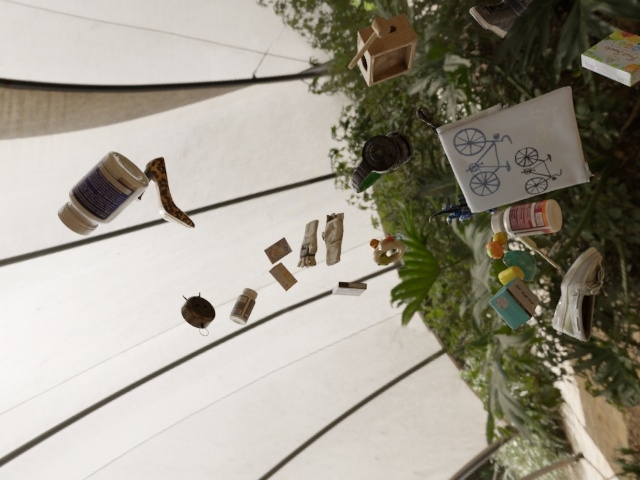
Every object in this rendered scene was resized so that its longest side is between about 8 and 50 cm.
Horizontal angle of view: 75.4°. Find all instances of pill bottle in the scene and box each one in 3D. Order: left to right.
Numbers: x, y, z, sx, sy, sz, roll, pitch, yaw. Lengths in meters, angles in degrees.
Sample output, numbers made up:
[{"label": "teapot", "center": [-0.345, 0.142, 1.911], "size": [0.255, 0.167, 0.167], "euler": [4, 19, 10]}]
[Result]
[{"label": "pill bottle", "center": [-0.498, -0.102, 0.945], "size": [0.112, 0.186, 0.112], "euler": [48, -176, -4]}, {"label": "pill bottle", "center": [-0.309, 0.265, 1.679], "size": [0.078, 0.078, 0.137], "euler": [60, -139, -42]}, {"label": "pill bottle", "center": [0.777, -0.078, 1.570], "size": [0.121, 0.221, 0.121], "euler": [8, -102, -41]}]

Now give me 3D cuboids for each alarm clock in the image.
[{"label": "alarm clock", "center": [-0.456, 0.284, 1.572], "size": [0.129, 0.064, 0.192], "euler": [24, -152, -45]}]

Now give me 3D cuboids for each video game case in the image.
[{"label": "video game case", "center": [-0.204, 0.050, 2.002], "size": [0.087, 0.122, 0.011], "euler": [62, 164, -21]}]

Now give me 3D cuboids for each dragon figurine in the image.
[{"label": "dragon figurine", "center": [0.570, -0.130, 1.658], "size": [0.144, 0.289, 0.085], "euler": [134, 129, -56]}]

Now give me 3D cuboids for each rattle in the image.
[{"label": "rattle", "center": [0.243, -0.006, 1.533], "size": [0.200, 0.130, 0.143], "euler": [75, -167, -53]}]

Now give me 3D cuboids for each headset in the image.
[{"label": "headset", "center": [0.266, -0.305, 1.506], "size": [0.185, 0.394, 0.243], "euler": [46, -143, 10]}]

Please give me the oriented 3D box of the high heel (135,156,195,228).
[{"label": "high heel", "center": [-0.532, -0.171, 1.508], "size": [0.261, 0.093, 0.186], "euler": [38, -116, -37]}]

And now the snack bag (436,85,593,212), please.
[{"label": "snack bag", "center": [0.542, -0.243, 1.162], "size": [0.323, 0.342, 0.037], "euler": [53, -145, -32]}]

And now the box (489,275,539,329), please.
[{"label": "box", "center": [0.581, 0.180, 1.232], "size": [0.101, 0.060, 0.244], "euler": [53, -151, 18]}]

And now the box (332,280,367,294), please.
[{"label": "box", "center": [0.137, 0.241, 2.017], "size": [0.225, 0.136, 0.037], "euler": [111, 163, -73]}]

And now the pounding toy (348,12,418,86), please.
[{"label": "pounding toy", "center": [0.140, -0.495, 1.038], "size": [0.206, 0.181, 0.094], "euler": [72, 177, -75]}]

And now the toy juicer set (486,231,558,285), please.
[{"label": "toy juicer set", "center": [0.738, 0.061, 1.574], "size": [0.328, 0.089, 0.209], "euler": [-10, -122, -37]}]

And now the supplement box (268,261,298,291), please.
[{"label": "supplement box", "center": [-0.134, 0.130, 1.495], "size": [0.098, 0.036, 0.062], "euler": [48, -159, 4]}]

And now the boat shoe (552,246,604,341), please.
[{"label": "boat shoe", "center": [0.785, 0.163, 1.235], "size": [0.103, 0.118, 0.321], "euler": [32, 136, 43]}]

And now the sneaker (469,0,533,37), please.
[{"label": "sneaker", "center": [0.614, -0.795, 1.396], "size": [0.226, 0.163, 0.086], "euler": [-7, -118, -41]}]

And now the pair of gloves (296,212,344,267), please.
[{"label": "pair of gloves", "center": [0.000, 0.000, 1.540], "size": [0.042, 0.240, 0.204], "euler": [22, -113, -35]}]

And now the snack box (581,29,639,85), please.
[{"label": "snack box", "center": [0.689, -0.417, 0.942], "size": [0.037, 0.100, 0.141], "euler": [48, -170, -43]}]
